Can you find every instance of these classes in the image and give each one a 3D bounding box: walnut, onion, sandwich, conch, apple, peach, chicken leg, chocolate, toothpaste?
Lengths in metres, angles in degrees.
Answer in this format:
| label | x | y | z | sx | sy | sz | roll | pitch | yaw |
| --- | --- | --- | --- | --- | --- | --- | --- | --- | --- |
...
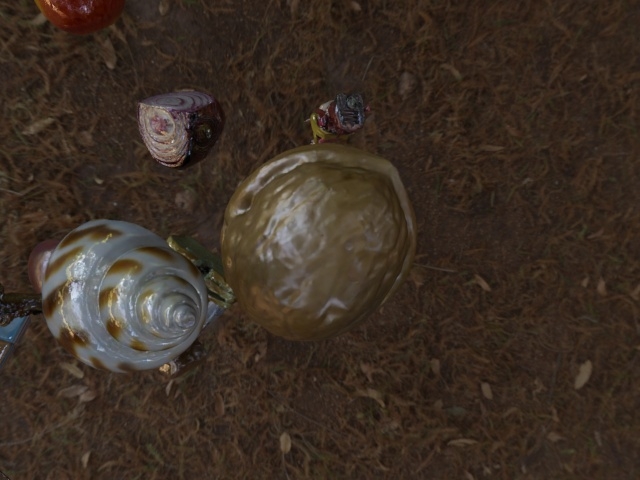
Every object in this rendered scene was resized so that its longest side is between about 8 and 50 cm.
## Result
| label | x | y | z | sx | sy | sz | roll | pitch | yaw |
| --- | --- | --- | --- | --- | --- | --- | --- | --- | --- |
| walnut | 0.000 | 0.000 | 0.735 | 0.333 | 0.333 | 0.332 | -1 | 94 | -10 |
| onion | -0.395 | -0.325 | 1.376 | 0.216 | 0.206 | 0.206 | 23 | 125 | 19 |
| sandwich | -0.351 | 0.091 | 1.398 | 0.273 | 0.249 | 0.095 | 36 | 91 | -3 |
| conch | -0.229 | 0.073 | 0.558 | 0.275 | 0.148 | 0.182 | -13 | 123 | 27 |
| apple | -0.750 | 0.107 | 1.471 | 0.306 | 0.306 | 0.234 | -2 | 93 | -10 |
| peach | -0.681 | -0.725 | 1.295 | 0.281 | 0.281 | 0.238 | 29 | 48 | -11 |
| chicken leg | -0.592 | 0.122 | 0.869 | 0.196 | 0.080 | 0.125 | -24 | 137 | -26 |
| chocolate | -0.468 | 0.320 | 1.478 | 0.214 | 0.148 | 0.093 | 47 | 122 | 16 |
| toothpaste | -0.389 | 0.256 | 1.644 | 0.323 | 0.066 | 0.100 | -42 | 145 | 16 |

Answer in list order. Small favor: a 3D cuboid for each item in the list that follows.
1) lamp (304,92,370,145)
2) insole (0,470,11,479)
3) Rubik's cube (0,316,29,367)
| label | x | y | z | sx | sy | sz | roll | pitch | yaw |
| --- | --- | --- | --- | --- | --- | --- | --- | --- | --- |
| lamp | 0.026 | -0.317 | 1.266 | 0.119 | 0.253 | 0.118 | 1 | 87 | -24 |
| insole | -0.658 | 0.405 | 0.885 | 0.322 | 0.007 | 0.109 | 45 | 126 | -3 |
| Rubik's cube | -1.235 | 0.350 | 1.570 | 0.345 | 0.347 | 0.346 | 29 | 65 | -21 |
